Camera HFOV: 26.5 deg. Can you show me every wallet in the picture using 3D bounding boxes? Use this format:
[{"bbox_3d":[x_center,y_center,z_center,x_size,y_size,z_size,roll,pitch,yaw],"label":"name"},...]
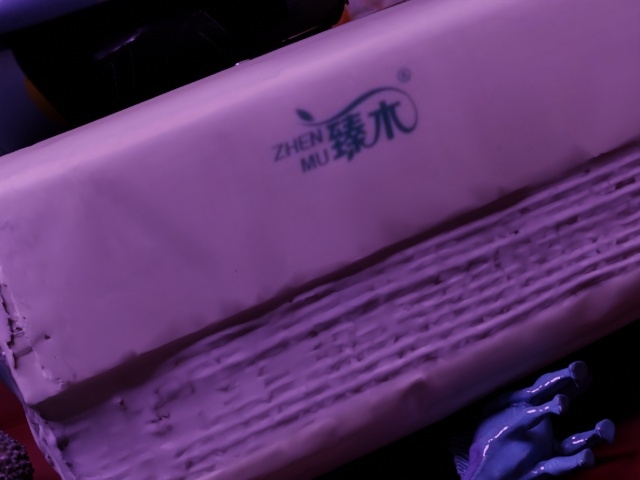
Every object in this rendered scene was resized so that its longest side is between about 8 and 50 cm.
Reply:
[{"bbox_3d":[-0.086,-0.112,0.720,0.231,0.069,0.170,-20,-14,-4],"label":"wallet"}]

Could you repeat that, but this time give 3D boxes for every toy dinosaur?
[{"bbox_3d":[0.096,0.092,0.638,0.080,0.045,0.197,-28,2,33],"label":"toy dinosaur"}]

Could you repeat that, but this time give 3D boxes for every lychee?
[{"bbox_3d":[-0.222,0.150,0.862,0.083,0.068,0.067,-10,58,28],"label":"lychee"}]

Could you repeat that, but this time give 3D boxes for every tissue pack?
[{"bbox_3d":[0.000,0.000,0.752,0.380,0.207,0.297,-24,2,-15],"label":"tissue pack"}]

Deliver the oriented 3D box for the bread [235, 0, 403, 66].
[{"bbox_3d":[-0.042,-0.113,1.109,0.327,0.295,0.114,13,18,5],"label":"bread"}]
